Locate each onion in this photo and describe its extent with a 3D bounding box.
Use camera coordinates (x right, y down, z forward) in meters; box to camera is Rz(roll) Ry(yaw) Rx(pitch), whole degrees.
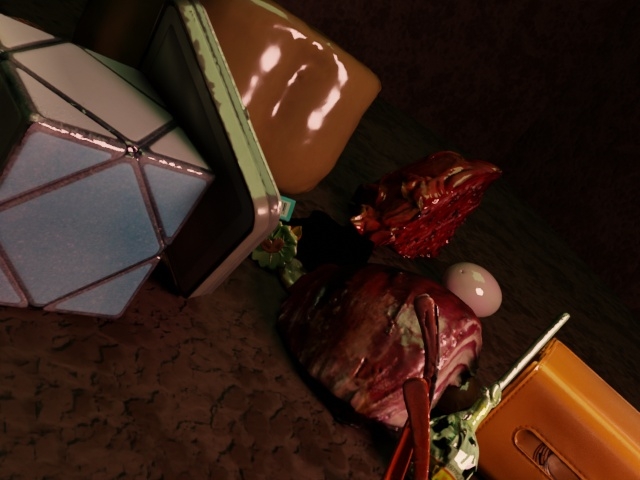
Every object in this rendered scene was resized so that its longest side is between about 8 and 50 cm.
[{"bbox_3d":[0.086,0.101,1.019,0.280,0.146,0.314,36,32,19],"label":"onion"}]

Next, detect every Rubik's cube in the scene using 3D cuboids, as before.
[{"bbox_3d":[-0.267,-0.069,0.739,0.205,0.205,0.207,16,30,-47],"label":"Rubik's cube"}]

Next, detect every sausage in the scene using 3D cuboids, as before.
[{"bbox_3d":[0.177,0.188,1.150,0.077,0.077,0.194,22,26,-39],"label":"sausage"}]

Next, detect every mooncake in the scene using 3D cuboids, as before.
[{"bbox_3d":[-0.147,-0.259,1.185,0.467,0.262,0.467,30,5,-3],"label":"mooncake"}]

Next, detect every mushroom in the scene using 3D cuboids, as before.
[{"bbox_3d":[-0.042,0.051,1.149,0.049,0.019,0.101,34,20,-14],"label":"mushroom"}]

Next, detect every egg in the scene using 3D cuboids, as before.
[{"bbox_3d":[0.312,0.103,1.538,0.135,0.103,0.103,37,19,-9],"label":"egg"}]

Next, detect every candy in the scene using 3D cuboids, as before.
[{"bbox_3d":[0.221,0.194,0.931,0.083,0.305,0.091,55,-18,-22],"label":"candy"}]

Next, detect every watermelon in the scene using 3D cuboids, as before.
[{"bbox_3d":[0.020,0.011,1.246,0.121,0.098,0.158,22,21,-41],"label":"watermelon"}]

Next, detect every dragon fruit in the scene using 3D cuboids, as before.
[{"bbox_3d":[0.184,-0.115,1.596,0.329,0.286,0.228,-6,50,-52],"label":"dragon fruit"}]

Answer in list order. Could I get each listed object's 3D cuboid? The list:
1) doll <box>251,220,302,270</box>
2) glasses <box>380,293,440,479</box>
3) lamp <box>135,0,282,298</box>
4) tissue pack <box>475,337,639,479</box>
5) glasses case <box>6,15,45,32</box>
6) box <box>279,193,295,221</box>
[{"bbox_3d":[-0.068,0.009,1.152,0.113,0.078,0.076,44,40,-85],"label":"doll"},{"bbox_3d":[0.087,0.212,0.660,0.118,0.268,0.234,21,20,6],"label":"glasses"},{"bbox_3d":[-0.147,-0.092,0.841,0.047,0.266,0.269,-15,77,-30],"label":"lamp"},{"bbox_3d":[0.350,0.302,1.019,0.274,0.194,0.145,43,20,15],"label":"tissue pack"},{"bbox_3d":[-0.468,-0.290,1.078,0.049,0.073,0.194,31,18,4],"label":"glasses case"},{"bbox_3d":[-0.170,-0.088,1.101,0.226,0.042,0.161,16,4,-40],"label":"box"}]
